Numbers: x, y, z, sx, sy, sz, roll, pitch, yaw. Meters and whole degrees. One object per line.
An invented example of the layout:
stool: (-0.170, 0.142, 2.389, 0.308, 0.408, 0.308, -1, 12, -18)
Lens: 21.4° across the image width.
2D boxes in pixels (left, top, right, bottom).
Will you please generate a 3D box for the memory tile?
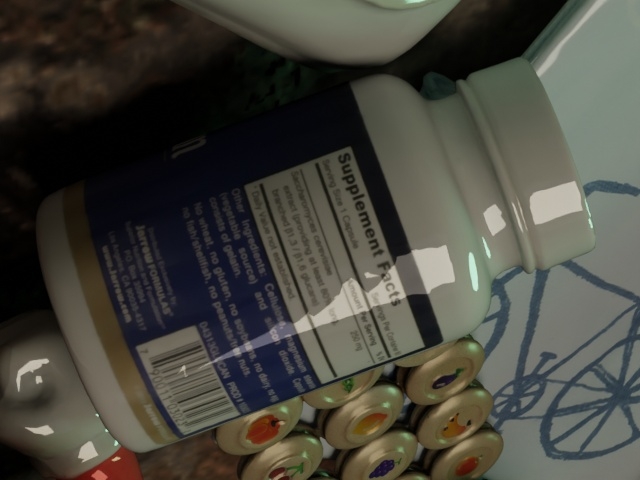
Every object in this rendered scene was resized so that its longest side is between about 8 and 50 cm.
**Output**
memory tile: (0.020, 0.082, 0.697, 0.113, 0.012, 0.148, -29, 142, -7)

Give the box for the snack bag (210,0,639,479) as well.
snack bag: (0.149, -0.019, 0.724, 0.323, 0.037, 0.342, 15, 122, -45)

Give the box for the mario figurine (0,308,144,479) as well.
mario figurine: (-0.123, 0.149, 0.632, 0.170, 0.198, 0.320, -16, 155, 11)

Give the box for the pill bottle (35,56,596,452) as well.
pill bottle: (0.000, 0.000, 0.565, 0.169, 0.094, 0.094, -20, 141, 2)

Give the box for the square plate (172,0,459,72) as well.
square plate: (0.051, -0.183, 0.390, 0.344, 0.049, 0.347, -47, 158, 15)

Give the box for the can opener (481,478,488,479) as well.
can opener: (0.110, 0.189, 0.835, 0.074, 0.093, 0.280, -43, 147, 5)
